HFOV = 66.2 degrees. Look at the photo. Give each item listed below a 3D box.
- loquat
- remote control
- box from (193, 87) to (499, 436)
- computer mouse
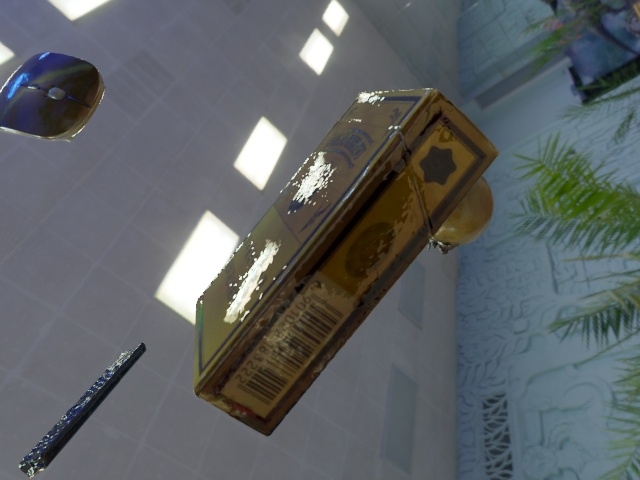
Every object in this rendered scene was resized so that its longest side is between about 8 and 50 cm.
[{"bbox_3d":[0.216,-0.059,0.837,0.137,0.163,0.163,50,-161,-78],"label":"loquat"},{"bbox_3d":[-0.340,0.237,0.729,0.025,0.063,0.245,51,-154,-12],"label":"remote control"},{"bbox_3d":[0.000,0.000,0.469,0.084,0.302,0.193,37,-176,-21],"label":"box"},{"bbox_3d":[-0.317,-0.159,0.549,0.045,0.198,0.102,41,-110,-51],"label":"computer mouse"}]
